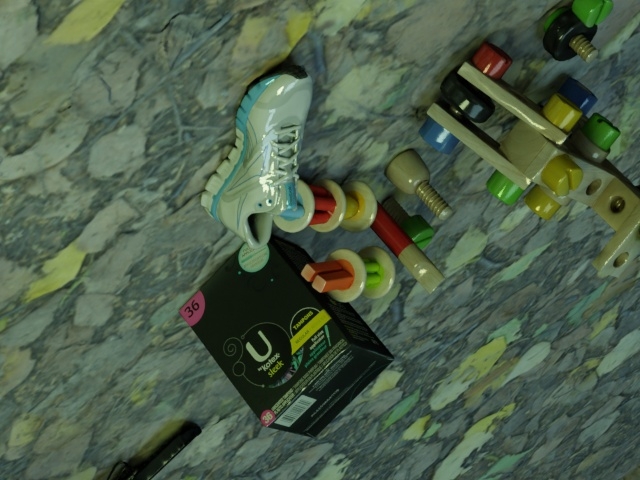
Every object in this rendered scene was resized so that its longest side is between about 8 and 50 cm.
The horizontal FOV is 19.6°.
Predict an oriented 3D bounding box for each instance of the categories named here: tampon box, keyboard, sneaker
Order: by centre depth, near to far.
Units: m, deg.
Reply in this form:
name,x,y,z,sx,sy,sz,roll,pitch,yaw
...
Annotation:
name,x,y,z,sx,sy,sz,roll,pitch,yaw
sneaker,-0.039,-0.070,1.649,0.071,0.083,0.191,-15,143,-37
tampon box,-0.034,0.092,1.815,0.120,0.161,0.101,-46,152,11
keyboard,-0.214,0.263,2.008,0.192,0.038,0.100,-45,176,7

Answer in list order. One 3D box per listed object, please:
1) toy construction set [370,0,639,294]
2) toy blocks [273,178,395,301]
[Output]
name,x,y,z,sx,sy,sz,roll,pitch,yaw
toy construction set,0.216,-0.048,1.836,0.309,0.237,0.257,-37,153,-4
toy blocks,0.000,0.000,1.768,0.054,0.123,0.148,-23,166,36
